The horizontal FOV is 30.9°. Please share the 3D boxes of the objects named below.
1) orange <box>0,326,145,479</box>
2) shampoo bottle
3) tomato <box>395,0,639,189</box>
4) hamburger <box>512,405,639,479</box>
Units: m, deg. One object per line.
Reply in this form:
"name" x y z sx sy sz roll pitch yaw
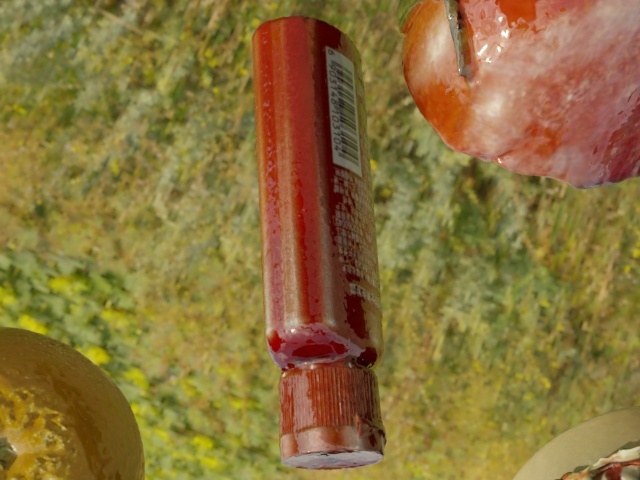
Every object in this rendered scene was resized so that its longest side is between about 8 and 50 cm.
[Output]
"orange" -0.233 0.168 0.824 0.236 0.236 0.236 19 160 7
"shampoo bottle" -0.001 0.000 0.816 0.076 0.314 0.118 -10 158 16
"tomato" 0.199 -0.190 0.816 0.309 0.309 0.170 23 150 -4
"hamburger" 0.280 0.280 0.961 0.302 0.302 0.170 33 -161 -27
